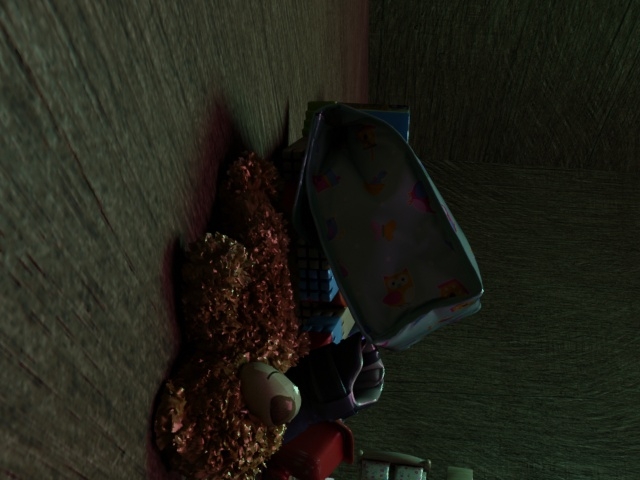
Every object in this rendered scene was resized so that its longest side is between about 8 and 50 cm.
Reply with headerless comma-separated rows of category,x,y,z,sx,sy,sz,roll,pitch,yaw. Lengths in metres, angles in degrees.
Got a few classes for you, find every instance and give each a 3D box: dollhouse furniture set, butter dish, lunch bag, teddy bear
dollhouse furniture set,0.079,0.478,1.118,0.174,0.355,0.303,86,11,-48
butter dish,-0.038,0.323,1.053,0.118,0.160,0.160,-54,157,-31
lunch bag,0.068,-0.014,0.783,0.262,0.160,0.223,63,5,14
teddy bear,-0.062,0.068,0.678,0.338,0.113,0.245,-78,168,-55

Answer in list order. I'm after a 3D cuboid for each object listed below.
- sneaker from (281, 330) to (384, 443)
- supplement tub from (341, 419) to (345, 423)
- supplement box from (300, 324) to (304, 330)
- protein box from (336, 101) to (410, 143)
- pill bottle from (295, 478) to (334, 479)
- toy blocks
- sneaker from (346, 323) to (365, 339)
sneaker,-0.009,0.149,0.830,0.086,0.163,0.226,62,5,-25
supplement tub,-0.005,0.294,1.324,0.117,0.117,0.190,29,66,-83
supplement box,0.001,0.211,1.472,0.083,0.083,0.056,-39,132,-82
protein box,0.091,-0.193,1.484,0.136,0.200,0.201,-67,160,-72
pill bottle,0.024,0.544,1.306,0.229,0.131,0.131,38,-47,53
toy blocks,0.000,0.000,1.031,0.261,0.191,0.381,-49,139,-63
sneaker,0.074,0.076,1.405,0.323,0.130,0.236,-129,-120,-78
